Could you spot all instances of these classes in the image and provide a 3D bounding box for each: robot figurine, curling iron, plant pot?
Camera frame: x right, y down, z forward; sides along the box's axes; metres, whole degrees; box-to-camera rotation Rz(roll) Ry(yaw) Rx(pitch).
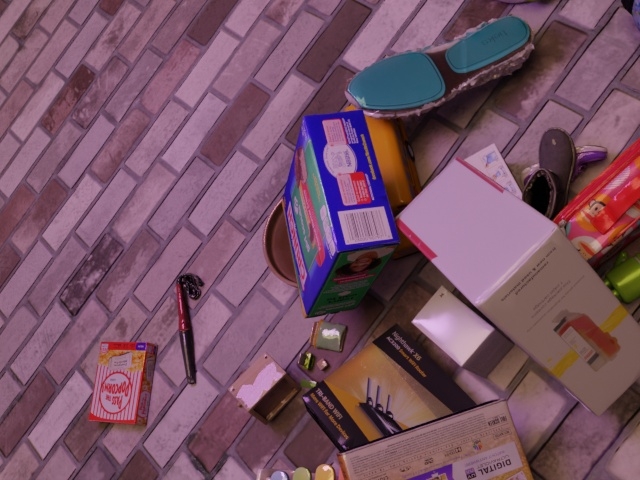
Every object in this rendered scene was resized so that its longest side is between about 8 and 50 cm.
[{"bbox_3d":[0.559,0.067,1.277,0.115,0.067,0.101,-36,50,12],"label":"robot figurine"},{"bbox_3d":[-0.314,0.203,1.699,0.068,0.035,0.274,-12,68,24],"label":"curling iron"},{"bbox_3d":[0.000,0.000,1.562,0.237,0.110,0.237,-9,69,24],"label":"plant pot"}]

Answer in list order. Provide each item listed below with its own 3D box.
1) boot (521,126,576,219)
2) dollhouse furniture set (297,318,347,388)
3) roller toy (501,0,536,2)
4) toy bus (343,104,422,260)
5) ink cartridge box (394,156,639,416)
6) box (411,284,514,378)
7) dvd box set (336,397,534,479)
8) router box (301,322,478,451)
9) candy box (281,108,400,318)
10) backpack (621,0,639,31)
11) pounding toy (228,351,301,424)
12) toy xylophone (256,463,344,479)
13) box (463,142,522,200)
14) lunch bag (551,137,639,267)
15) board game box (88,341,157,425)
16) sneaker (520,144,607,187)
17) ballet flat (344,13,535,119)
[{"bbox_3d":[0.406,-0.118,1.282,0.076,0.208,0.190,-2,91,32],"label":"boot"},{"bbox_3d":[-0.003,0.239,1.514,0.076,0.058,0.152,7,77,28],"label":"dollhouse furniture set"},{"bbox_3d":[0.420,-0.626,1.530,0.209,0.146,0.191,25,86,32],"label":"roller toy"},{"bbox_3d":[0.145,-0.133,1.519,0.108,0.130,0.333,-20,65,21],"label":"toy bus"},{"bbox_3d":[0.337,0.076,1.165,0.160,0.384,0.279,-46,34,5],"label":"ink cartridge box"},{"bbox_3d":[0.268,0.173,1.331,0.091,0.170,0.130,-50,58,4],"label":"box"},{"bbox_3d":[0.233,0.507,1.171,0.307,0.062,0.420,-16,78,-12],"label":"dvd box set"},{"bbox_3d":[0.153,0.342,1.336,0.243,0.081,0.309,-36,58,-15],"label":"router box"},{"bbox_3d":[0.022,-0.039,1.317,0.122,0.317,0.268,-7,66,-13],"label":"candy box"},{"bbox_3d":[0.727,-0.357,1.247,0.290,0.273,0.355,-14,80,16],"label":"backpack"},{"bbox_3d":[-0.128,0.319,1.523,0.130,0.141,0.100,-44,58,-9],"label":"pounding toy"},{"bbox_3d":[0.019,0.549,1.388,0.322,0.081,0.236,-11,69,24],"label":"toy xylophone"},{"bbox_3d":[0.351,-0.068,1.402,0.103,0.114,0.203,-29,64,17],"label":"box"},{"bbox_3d":[0.523,-0.067,1.224,0.293,0.258,0.120,-43,73,6],"label":"lunch bag"},{"bbox_3d":[-0.478,0.345,1.732,0.147,0.045,0.193,-4,72,26],"label":"board game box"},{"bbox_3d":[0.481,-0.134,1.397,0.170,0.068,0.071,-25,78,28],"label":"sneaker"},{"bbox_3d":[0.254,-0.335,1.487,0.409,0.147,0.147,-20,64,-1],"label":"ballet flat"}]
